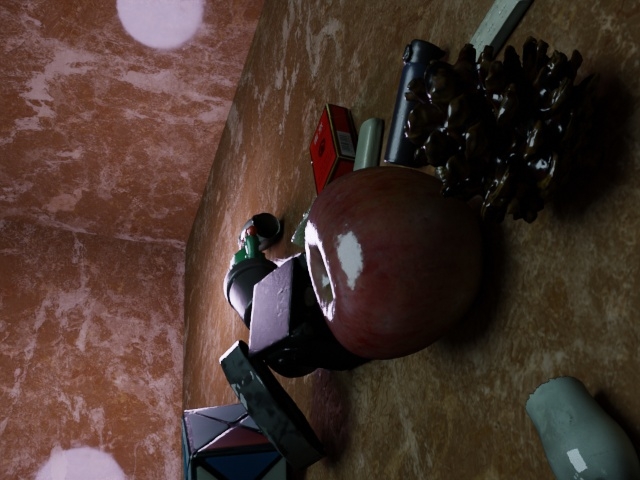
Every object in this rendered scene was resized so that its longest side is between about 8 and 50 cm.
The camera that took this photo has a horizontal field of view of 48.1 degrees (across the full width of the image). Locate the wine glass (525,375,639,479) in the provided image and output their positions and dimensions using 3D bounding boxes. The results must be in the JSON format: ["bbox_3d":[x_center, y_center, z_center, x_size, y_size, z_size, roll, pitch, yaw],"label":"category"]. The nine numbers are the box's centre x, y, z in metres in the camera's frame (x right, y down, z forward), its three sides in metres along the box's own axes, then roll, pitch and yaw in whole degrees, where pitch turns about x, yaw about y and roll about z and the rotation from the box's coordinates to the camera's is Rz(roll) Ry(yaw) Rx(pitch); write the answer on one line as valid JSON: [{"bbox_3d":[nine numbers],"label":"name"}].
[{"bbox_3d":[0.301,0.245,0.784,0.202,0.093,0.093,-111,36,-55],"label":"wine glass"}]

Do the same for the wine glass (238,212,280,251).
[{"bbox_3d":[-0.203,-0.021,2.351,0.204,0.111,0.111,136,140,-65],"label":"wine glass"}]

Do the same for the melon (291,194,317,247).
[{"bbox_3d":[-0.023,-0.069,1.975,0.182,0.054,0.098,120,168,-45],"label":"melon"}]

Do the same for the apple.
[{"bbox_3d":[0.125,0.030,1.177,0.345,0.269,0.344,168,90,-77],"label":"apple"}]

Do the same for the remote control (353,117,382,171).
[{"bbox_3d":[0.096,-0.131,1.653,0.090,0.038,0.309,171,109,-73],"label":"remote control"}]

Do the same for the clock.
[{"bbox_3d":[-0.108,0.369,1.611,0.067,0.325,0.325,-37,22,-4],"label":"clock"}]

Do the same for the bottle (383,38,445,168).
[{"bbox_3d":[0.180,-0.268,1.410,0.072,0.082,0.244,-146,68,-72],"label":"bottle"}]

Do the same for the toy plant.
[{"bbox_3d":[-0.196,0.134,2.154,0.279,0.185,0.400,60,177,-30],"label":"toy plant"}]

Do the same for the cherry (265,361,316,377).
[{"bbox_3d":[-0.066,0.229,1.730,0.195,0.195,0.195,-170,90,-71],"label":"cherry"}]

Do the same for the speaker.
[{"bbox_3d":[0.004,0.160,1.480,0.254,0.232,0.184,143,133,-57],"label":"speaker"}]

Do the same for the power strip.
[{"bbox_3d":[0.290,-0.347,1.213,0.252,0.027,0.060,120,153,-45],"label":"power strip"}]

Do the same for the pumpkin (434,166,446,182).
[{"bbox_3d":[0.228,-0.118,1.241,0.083,0.054,0.074,-139,57,-61],"label":"pumpkin"}]

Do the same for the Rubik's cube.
[{"bbox_3d":[-0.217,0.575,1.815,0.248,0.250,0.246,-138,46,-71],"label":"Rubik's cube"}]

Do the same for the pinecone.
[{"bbox_3d":[0.237,-0.142,0.947,0.257,0.243,0.243,1,79,29],"label":"pinecone"}]

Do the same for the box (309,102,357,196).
[{"bbox_3d":[0.033,-0.220,1.823,0.240,0.074,0.153,-98,21,-47],"label":"box"}]
